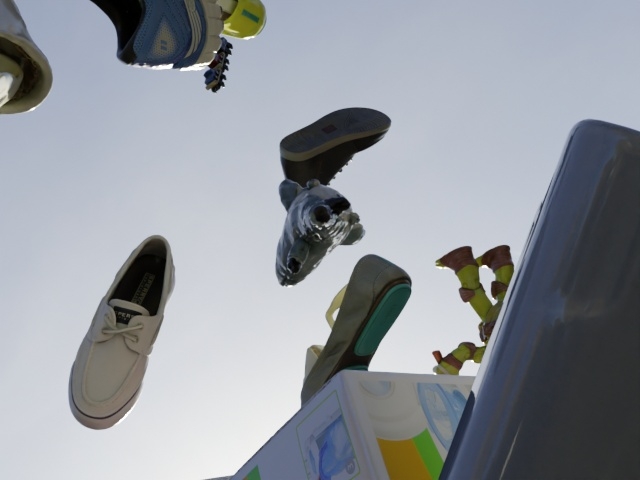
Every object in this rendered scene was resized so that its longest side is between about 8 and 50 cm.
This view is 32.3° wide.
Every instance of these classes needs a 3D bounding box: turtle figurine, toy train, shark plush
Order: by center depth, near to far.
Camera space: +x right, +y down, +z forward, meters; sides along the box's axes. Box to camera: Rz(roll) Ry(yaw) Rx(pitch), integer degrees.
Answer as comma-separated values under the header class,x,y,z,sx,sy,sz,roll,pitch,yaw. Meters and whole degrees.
class,x,y,z,sx,sy,sz,roll,pitch,yaw
shark plush,0.000,0.000,0.769,0.073,0.161,0.067,35,-100,-12
turtle figurine,0.224,0.113,1.446,0.269,0.217,0.087,-9,-25,-20
toy train,-0.172,-0.296,1.847,0.027,0.158,0.036,-31,-59,25

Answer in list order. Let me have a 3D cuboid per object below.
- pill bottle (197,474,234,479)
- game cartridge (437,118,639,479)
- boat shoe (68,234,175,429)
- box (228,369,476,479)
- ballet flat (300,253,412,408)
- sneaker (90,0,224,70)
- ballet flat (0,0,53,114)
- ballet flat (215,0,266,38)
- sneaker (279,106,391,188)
class,x,y,z,sx,sy,sz,roll,pitch,yaw
pill bottle,-0.045,0.386,1.044,0.181,0.323,0.181,-5,-16,-2
game cartridge,0.187,0.103,0.349,0.297,0.198,0.062,19,-2,0
boat shoe,-0.246,0.109,1.405,0.096,0.268,0.088,20,-36,3
box,0.053,0.165,0.438,0.114,0.203,0.103,7,-40,-35
ballet flat,0.023,0.110,1.134,0.072,0.068,0.213,8,-66,-52
sneaker,-0.224,-0.353,1.277,0.147,0.330,0.129,-15,-6,-32
ballet flat,-0.352,-0.145,0.859,0.139,0.139,0.400,-44,-11,25
ballet flat,-0.173,-0.324,1.434,0.077,0.231,0.077,10,-76,-63
sneaker,0.023,-0.149,1.914,0.222,0.083,0.118,-22,-43,-25
